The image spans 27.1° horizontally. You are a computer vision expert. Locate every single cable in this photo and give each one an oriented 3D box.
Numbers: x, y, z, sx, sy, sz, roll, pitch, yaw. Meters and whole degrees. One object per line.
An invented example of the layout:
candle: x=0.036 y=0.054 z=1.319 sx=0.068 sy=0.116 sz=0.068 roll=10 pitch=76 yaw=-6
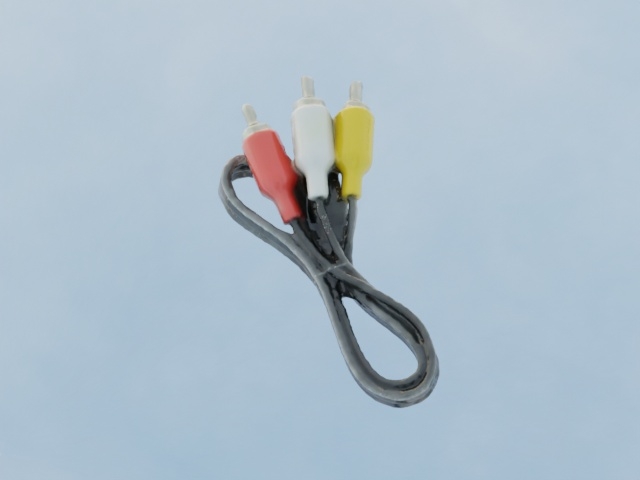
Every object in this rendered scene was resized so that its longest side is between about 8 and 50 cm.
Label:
cable: x=0.000 y=0.000 z=1.040 sx=0.139 sy=0.072 sz=0.287 roll=-14 pitch=-123 yaw=-3
